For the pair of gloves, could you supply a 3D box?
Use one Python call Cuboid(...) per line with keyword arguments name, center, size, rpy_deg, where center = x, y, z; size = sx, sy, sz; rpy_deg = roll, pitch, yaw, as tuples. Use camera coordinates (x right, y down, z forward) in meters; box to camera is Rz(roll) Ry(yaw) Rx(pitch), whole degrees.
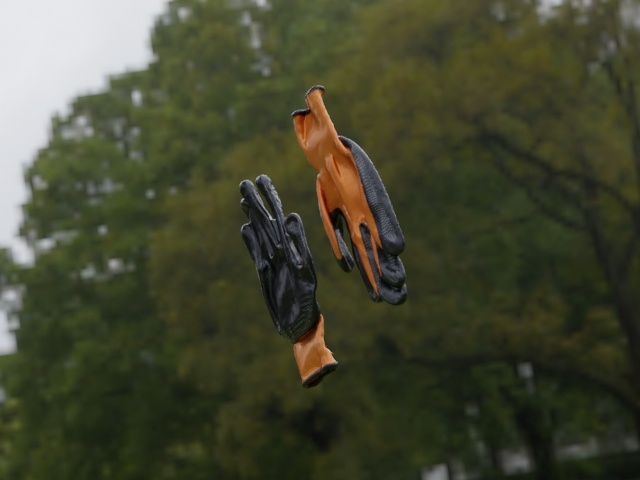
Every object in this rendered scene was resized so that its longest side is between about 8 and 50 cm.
Cuboid(name="pair of gloves", center=(0.000, 0.000, 0.600), size=(0.010, 0.074, 0.083), rpy_deg=(-10, -24, -31))
